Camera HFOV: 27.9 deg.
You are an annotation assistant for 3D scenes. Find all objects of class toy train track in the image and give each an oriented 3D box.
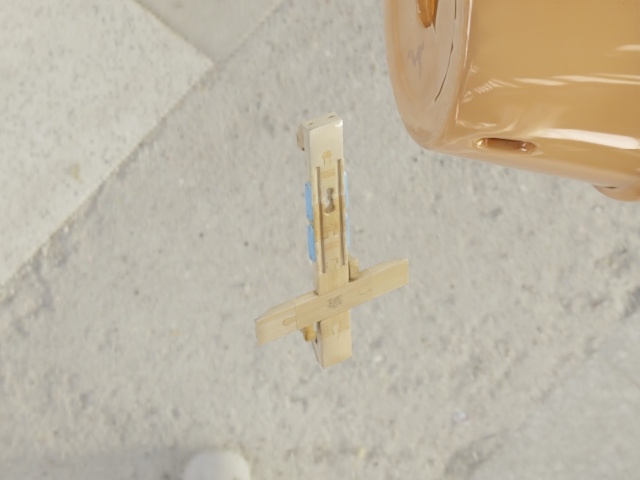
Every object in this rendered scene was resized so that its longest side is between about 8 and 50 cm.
[{"bbox_3d":[0.000,0.000,0.348,0.048,0.014,0.083,-21,134,-20],"label":"toy train track"}]

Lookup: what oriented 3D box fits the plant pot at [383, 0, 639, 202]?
[{"bbox_3d":[0.164,-0.165,0.877,0.204,0.291,0.290,-3,123,-13],"label":"plant pot"}]
